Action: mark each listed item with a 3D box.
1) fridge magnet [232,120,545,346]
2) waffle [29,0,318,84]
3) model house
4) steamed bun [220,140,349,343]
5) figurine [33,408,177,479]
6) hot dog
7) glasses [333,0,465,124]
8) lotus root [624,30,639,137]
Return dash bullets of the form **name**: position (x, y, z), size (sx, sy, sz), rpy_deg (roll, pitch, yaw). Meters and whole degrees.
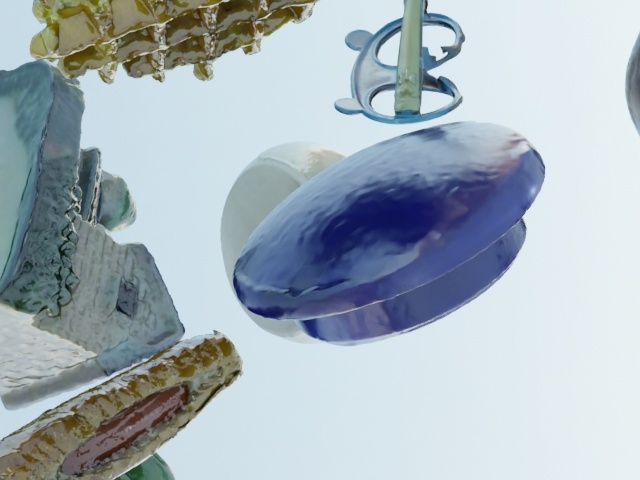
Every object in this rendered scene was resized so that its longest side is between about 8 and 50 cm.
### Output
- **fridge magnet**: position (0.056, -0.008, 1.484), size (0.113, 0.265, 0.265), rpy_deg (64, -151, -20)
- **waffle**: position (-0.070, -0.218, 1.431), size (0.259, 0.293, 0.069), rpy_deg (0, -118, -50)
- **model house**: position (-0.274, 0.013, 1.922), size (0.284, 0.243, 0.298), rpy_deg (37, -134, -42)
- **steamed bun**: position (0.000, 0.000, 2.136), size (0.145, 0.232, 0.232), rpy_deg (-8, -84, -41)
- **figurine**: position (-0.211, 0.268, 1.671), size (0.185, 0.127, 0.234), rpy_deg (40, -144, -17)
- **hot dog**: position (-0.172, 0.146, 1.493), size (0.289, 0.083, 0.068), rpy_deg (-33, -63, -42)
- **glasses**: position (0.105, -0.209, 1.694), size (0.207, 0.102, 0.239), rpy_deg (-59, 10, 31)
- **lotus root**: position (0.448, -0.180, 2.070), size (0.192, 0.272, 0.272), rpy_deg (24, -115, -57)
